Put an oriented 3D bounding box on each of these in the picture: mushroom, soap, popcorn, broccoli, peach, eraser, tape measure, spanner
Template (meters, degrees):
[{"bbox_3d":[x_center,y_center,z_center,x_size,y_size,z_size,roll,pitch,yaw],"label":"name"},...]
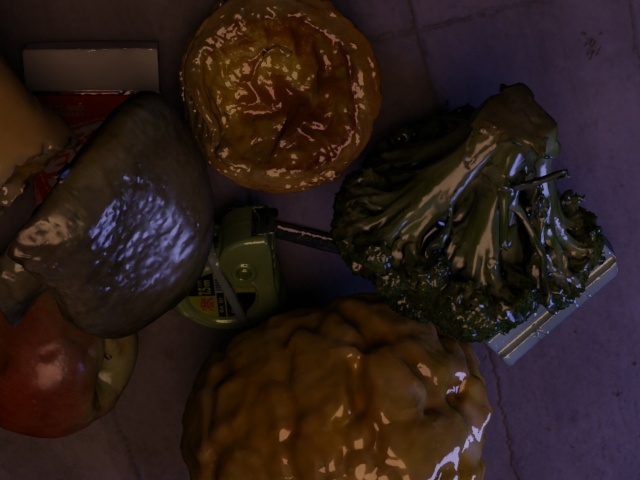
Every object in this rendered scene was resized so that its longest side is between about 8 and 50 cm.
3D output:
[{"bbox_3d":[-0.221,-0.008,1.523,0.292,0.217,0.212,-38,94,-16],"label":"mushroom"},{"bbox_3d":[0.266,0.050,1.774,0.198,0.066,0.119,-42,112,15],"label":"soap"},{"bbox_3d":[0.011,0.249,1.698,0.354,0.344,0.390,9,132,-10],"label":"popcorn"},{"bbox_3d":[0.173,-0.030,1.581,0.304,0.321,0.283,31,133,8],"label":"broccoli"},{"bbox_3d":[-0.339,0.116,1.708,0.235,0.214,0.214,33,114,23],"label":"peach"},{"bbox_3d":[-0.265,-0.122,1.680,0.157,0.038,0.230,-1,115,-3],"label":"eraser"},{"bbox_3d":[-0.114,0.041,1.730,0.154,0.087,0.177,-6,134,4],"label":"tape measure"},{"bbox_3d":[0.000,0.000,1.765,0.254,0.015,0.054,14,115,-9],"label":"spanner"}]

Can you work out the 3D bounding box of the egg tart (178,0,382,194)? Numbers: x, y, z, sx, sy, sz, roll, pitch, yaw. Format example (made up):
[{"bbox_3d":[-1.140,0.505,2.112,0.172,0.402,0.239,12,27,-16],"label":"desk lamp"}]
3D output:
[{"bbox_3d":[-0.047,-0.173,1.620,0.241,0.106,0.241,1,103,4],"label":"egg tart"}]

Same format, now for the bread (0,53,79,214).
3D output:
[{"bbox_3d":[-0.505,-0.163,1.541,0.361,0.250,0.394,-32,109,10],"label":"bread"}]
